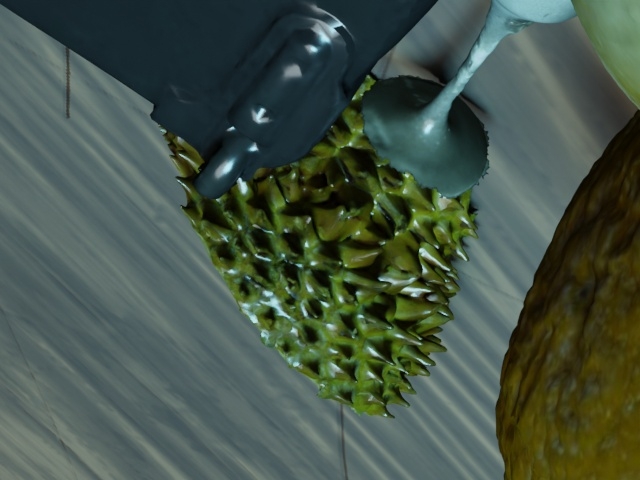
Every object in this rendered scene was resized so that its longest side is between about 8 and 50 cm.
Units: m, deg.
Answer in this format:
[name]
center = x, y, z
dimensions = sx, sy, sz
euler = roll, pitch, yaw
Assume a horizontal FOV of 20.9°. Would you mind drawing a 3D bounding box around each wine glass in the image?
[wine glass]
center = 0.092, -0.114, 0.743
dimensions = 0.074, 0.074, 0.262
euler = 31, 144, -2

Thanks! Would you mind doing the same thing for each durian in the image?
[durian]
center = 0.000, 0.000, 0.927
dimensions = 0.252, 0.144, 0.139
euler = 40, 166, -25

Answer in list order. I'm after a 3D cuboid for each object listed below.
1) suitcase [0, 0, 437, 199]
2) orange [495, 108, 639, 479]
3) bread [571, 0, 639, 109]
[suitcase]
center = -0.074, -0.219, 0.616
dimensions = 0.345, 0.188, 0.339
euler = 34, 147, -4
[orange]
center = 0.256, 0.074, 0.658
dimensions = 0.357, 0.322, 0.322
euler = 22, 146, -7
[bread]
center = 0.171, -0.101, 0.486
dimensions = 0.192, 0.314, 0.171
euler = -2, 121, 49
